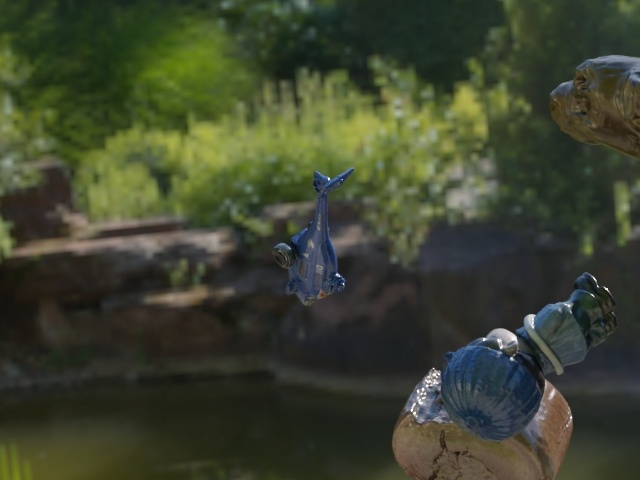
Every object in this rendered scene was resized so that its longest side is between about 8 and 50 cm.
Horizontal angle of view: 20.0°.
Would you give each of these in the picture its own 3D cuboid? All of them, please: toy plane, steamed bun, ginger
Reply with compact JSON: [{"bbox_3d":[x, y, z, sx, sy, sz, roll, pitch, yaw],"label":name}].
[{"bbox_3d":[0.000,0.000,1.532,0.062,0.167,0.054,37,53,26],"label":"toy plane"},{"bbox_3d":[0.167,0.186,1.852,0.175,0.106,0.145,8,33,19],"label":"steamed bun"},{"bbox_3d":[0.298,-0.075,1.294,0.333,0.080,0.166,16,5,32],"label":"ginger"}]

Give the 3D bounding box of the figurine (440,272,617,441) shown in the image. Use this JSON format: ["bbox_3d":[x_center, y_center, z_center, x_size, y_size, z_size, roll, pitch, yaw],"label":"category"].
[{"bbox_3d":[0.152,0.088,1.329,0.149,0.086,0.087,-30,53,-17],"label":"figurine"}]
